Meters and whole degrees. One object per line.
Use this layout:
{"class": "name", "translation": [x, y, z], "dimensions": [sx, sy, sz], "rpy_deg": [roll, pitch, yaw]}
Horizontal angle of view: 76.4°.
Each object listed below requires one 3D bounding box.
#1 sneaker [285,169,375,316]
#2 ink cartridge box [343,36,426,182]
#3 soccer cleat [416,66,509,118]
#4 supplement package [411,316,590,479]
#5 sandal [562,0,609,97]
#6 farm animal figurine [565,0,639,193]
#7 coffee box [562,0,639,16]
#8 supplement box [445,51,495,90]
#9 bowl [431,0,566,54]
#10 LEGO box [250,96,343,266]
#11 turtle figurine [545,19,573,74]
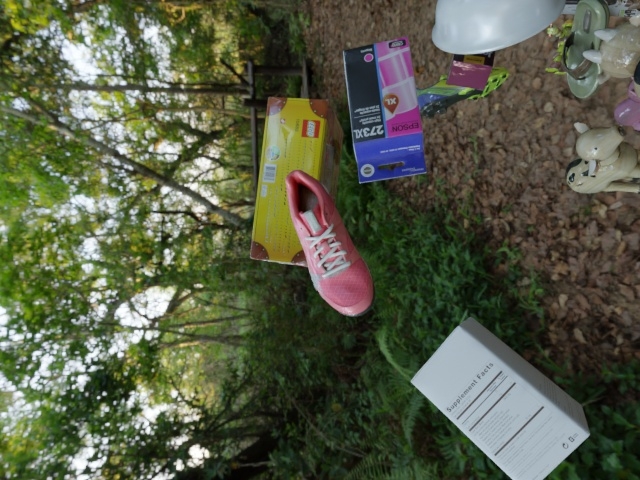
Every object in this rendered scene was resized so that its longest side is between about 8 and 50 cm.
{"class": "sneaker", "translation": [-0.001, 0.000, 0.775], "dimensions": [0.314, 0.116, 0.136], "rpy_deg": [65, -174, 22]}
{"class": "ink cartridge box", "translation": [0.165, -0.343, 1.062], "dimensions": [0.069, 0.176, 0.371], "rpy_deg": [44, -140, -74]}
{"class": "soccer cleat", "translation": [0.429, -0.482, 1.255], "dimensions": [0.093, 0.289, 0.121], "rpy_deg": [45, -154, -70]}
{"class": "supplement package", "translation": [0.382, 0.335, 0.887], "dimensions": [0.293, 0.177, 0.175], "rpy_deg": [42, 106, 24]}
{"class": "sandal", "translation": [0.737, -0.538, 1.161], "dimensions": [0.303, 0.086, 0.120], "rpy_deg": [54, -178, -46]}
{"class": "farm animal figurine", "translation": [0.412, -0.185, 0.492], "dimensions": [0.327, 0.172, 0.330], "rpy_deg": [-71, -12, -63]}
{"class": "coffee box", "translation": [0.848, -0.772, 1.203], "dimensions": [0.119, 0.297, 0.168], "rpy_deg": [-14, -60, -55]}
{"class": "supplement box", "translation": [0.414, -0.509, 1.103], "dimensions": [0.081, 0.104, 0.188], "rpy_deg": [85, -159, -63]}
{"class": "bowl", "translation": [0.395, -0.574, 0.937], "dimensions": [0.134, 0.298, 0.298], "rpy_deg": [57, -164, -44]}
{"class": "LEGO box", "translation": [-0.062, -0.174, 1.376], "dimensions": [0.372, 0.193, 0.500], "rpy_deg": [0, -84, -80]}
{"class": "turtle figurine", "translation": [1.013, -0.807, 1.677], "dimensions": [0.087, 0.269, 0.217], "rpy_deg": [19, 109, 46]}
